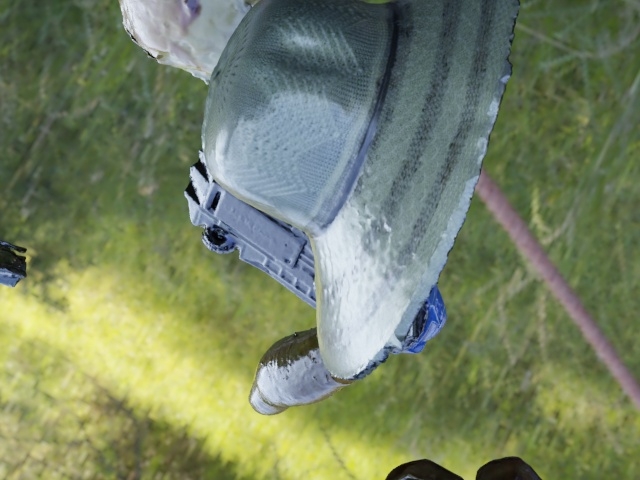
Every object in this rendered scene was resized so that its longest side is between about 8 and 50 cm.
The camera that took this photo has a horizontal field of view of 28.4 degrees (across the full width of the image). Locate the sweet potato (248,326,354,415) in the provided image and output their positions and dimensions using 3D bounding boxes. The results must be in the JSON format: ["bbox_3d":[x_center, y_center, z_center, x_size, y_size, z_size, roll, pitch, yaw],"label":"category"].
[{"bbox_3d":[-0.030,0.139,1.276,0.077,0.077,0.243,33,146,-16],"label":"sweet potato"}]

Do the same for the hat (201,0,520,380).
[{"bbox_3d":[-0.002,-0.063,0.629,0.110,0.252,0.252,18,166,-12],"label":"hat"}]

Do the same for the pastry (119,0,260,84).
[{"bbox_3d":[-0.130,-0.320,1.611,0.236,0.256,0.170,0,-144,-20],"label":"pastry"}]

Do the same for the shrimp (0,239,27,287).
[{"bbox_3d":[-0.251,0.024,0.603,0.217,0.150,0.051,12,171,-27],"label":"shrimp"}]

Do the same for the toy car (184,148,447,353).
[{"bbox_3d":[0.000,0.000,0.918,0.216,0.063,0.103,34,140,5],"label":"toy car"}]

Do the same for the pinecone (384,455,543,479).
[{"bbox_3d":[0.105,0.354,0.885,0.397,0.398,0.398,26,164,8],"label":"pinecone"}]
